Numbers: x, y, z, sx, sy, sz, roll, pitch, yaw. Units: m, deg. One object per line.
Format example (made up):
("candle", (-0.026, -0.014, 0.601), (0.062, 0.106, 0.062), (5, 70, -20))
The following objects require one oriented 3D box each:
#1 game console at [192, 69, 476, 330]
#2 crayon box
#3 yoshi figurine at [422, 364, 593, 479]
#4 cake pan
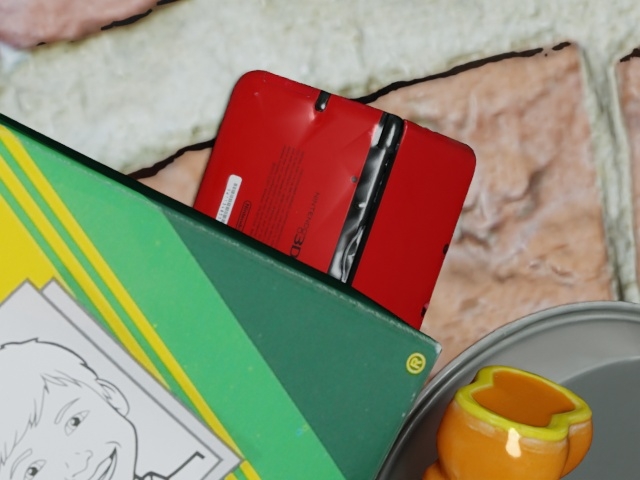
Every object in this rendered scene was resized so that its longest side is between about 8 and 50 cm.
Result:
("game console", (0.000, 0.000, 0.771), (0.124, 0.085, 0.144), (19, 92, 7))
("crayon box", (-0.180, 0.123, 0.510), (0.313, 0.106, 0.363), (27, 91, -26))
("yoshi figurine", (0.004, 0.219, 0.731), (0.203, 0.203, 0.362), (7, 105, -38))
("cake pan", (0.156, 0.182, 0.848), (0.293, 0.054, 0.293), (-5, 102, -21))
